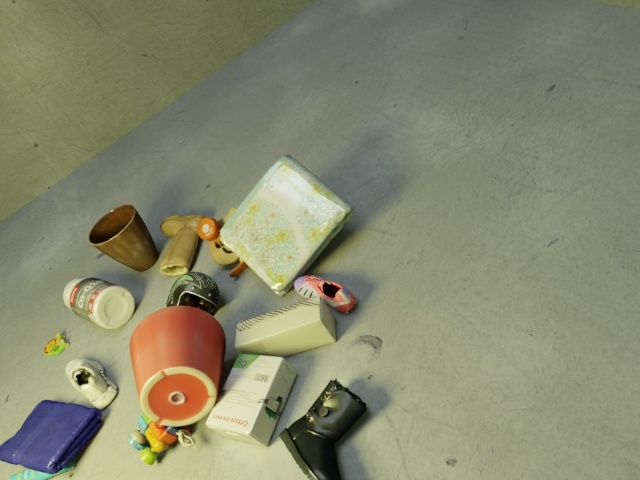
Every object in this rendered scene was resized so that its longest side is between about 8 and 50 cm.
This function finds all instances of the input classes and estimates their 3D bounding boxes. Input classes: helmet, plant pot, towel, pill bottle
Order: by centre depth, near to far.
[{"bbox_3d":[-0.391,0.355,1.539,0.274,0.275,0.243,-31,28,2],"label":"plant pot"},{"bbox_3d":[-0.841,0.613,1.746,0.308,0.076,0.228,-5,36,34],"label":"towel"},{"bbox_3d":[-0.119,-0.052,1.816,0.320,0.090,0.374,42,96,22],"label":"towel"},{"bbox_3d":[-0.419,0.183,1.862,0.162,0.169,0.169,-51,38,4],"label":"helmet"},{"bbox_3d":[-0.844,0.227,2.109,0.283,0.161,0.161,9,54,40],"label":"pill bottle"},{"bbox_3d":[-0.759,0.012,2.225,0.215,0.230,0.215,-18,40,16],"label":"plant pot"}]

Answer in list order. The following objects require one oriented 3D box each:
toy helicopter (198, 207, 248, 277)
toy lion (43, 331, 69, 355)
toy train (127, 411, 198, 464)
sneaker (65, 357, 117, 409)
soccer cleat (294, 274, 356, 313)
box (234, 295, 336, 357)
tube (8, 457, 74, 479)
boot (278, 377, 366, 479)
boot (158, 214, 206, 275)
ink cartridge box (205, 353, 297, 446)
[{"bbox_3d":[-0.252,-0.023,1.964,0.355,0.140,0.235,-31,68,24],"label":"toy helicopter"},{"bbox_3d":[-1.021,0.407,2.148,0.096,0.034,0.100,-50,41,-10],"label":"toy lion"},{"bbox_3d":[-0.437,0.554,1.533,0.143,0.105,0.248,-52,41,-7],"label":"toy train"},{"bbox_3d":[-0.787,0.452,1.867,0.292,0.118,0.110,15,60,45],"label":"sneaker"},{"bbox_3d":[0.003,0.142,1.667,0.248,0.095,0.083,21,62,46],"label":"soccer cleat"},{"bbox_3d":[-0.100,0.262,1.598,0.275,0.113,0.094,-19,39,15],"label":"box"},{"bbox_3d":[-0.838,0.699,1.696,0.207,0.052,0.080,-25,43,0],"label":"tube"},{"bbox_3d":[0.031,0.455,1.310,0.207,0.094,0.246,-44,33,-8],"label":"boot"},{"bbox_3d":[-0.581,0.019,2.212,0.236,0.089,0.270,-10,44,26],"label":"boot"},{"bbox_3d":[-0.182,0.422,1.494,0.160,0.093,0.219,-2,48,34],"label":"ink cartridge box"}]
